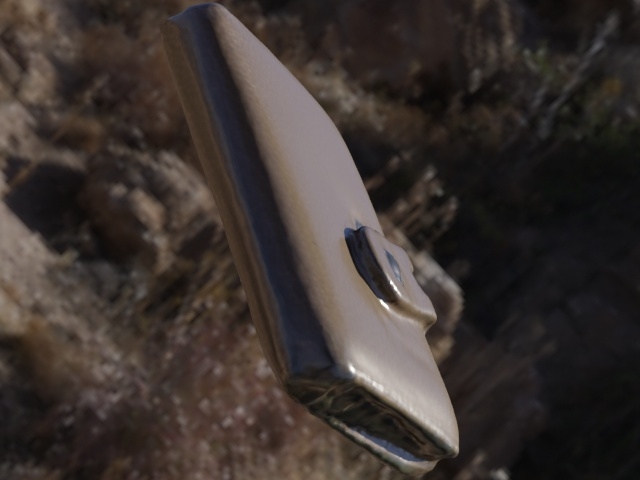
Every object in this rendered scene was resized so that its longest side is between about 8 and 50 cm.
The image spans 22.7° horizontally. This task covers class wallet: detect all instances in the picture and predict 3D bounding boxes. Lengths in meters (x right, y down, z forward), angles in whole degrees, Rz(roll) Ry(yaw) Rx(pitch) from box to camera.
[{"bbox_3d":[0.000,0.000,0.537,0.118,0.039,0.152,41,23,-57],"label":"wallet"}]
